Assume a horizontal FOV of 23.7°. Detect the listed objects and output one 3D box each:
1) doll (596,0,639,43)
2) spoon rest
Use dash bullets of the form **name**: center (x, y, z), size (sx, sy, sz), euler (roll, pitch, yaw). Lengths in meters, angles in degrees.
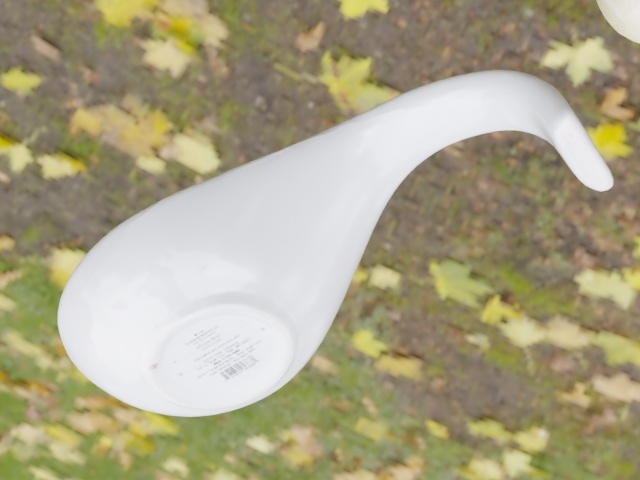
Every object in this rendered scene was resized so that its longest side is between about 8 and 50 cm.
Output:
- **doll**: center (0.073, -0.126, 0.478), size (0.129, 0.189, 0.046), euler (-29, 136, 5)
- **spoon rest**: center (0.000, 0.000, 0.740), size (0.276, 0.084, 0.137), euler (-28, 133, 13)
